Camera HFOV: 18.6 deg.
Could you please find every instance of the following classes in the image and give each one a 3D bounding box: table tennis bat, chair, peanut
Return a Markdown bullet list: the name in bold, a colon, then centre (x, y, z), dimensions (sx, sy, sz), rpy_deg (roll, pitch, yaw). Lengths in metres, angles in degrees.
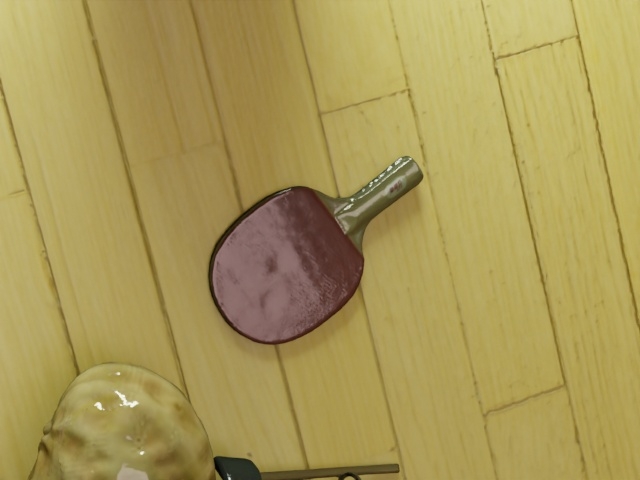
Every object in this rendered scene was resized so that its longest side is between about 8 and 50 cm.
- **table tennis bat**: centre (0.000, 0.000, 1.923), dimensions (0.246, 0.022, 0.138), rpy_deg (-37, 108, -12)
- **chair**: centre (-0.010, 0.269, 1.910), dimensions (0.221, 0.104, 0.095), rpy_deg (11, 109, -25)
- **peanut**: centre (-0.185, 0.304, 1.800), dimensions (0.192, 0.169, 0.387), rpy_deg (-4, 98, -16)
